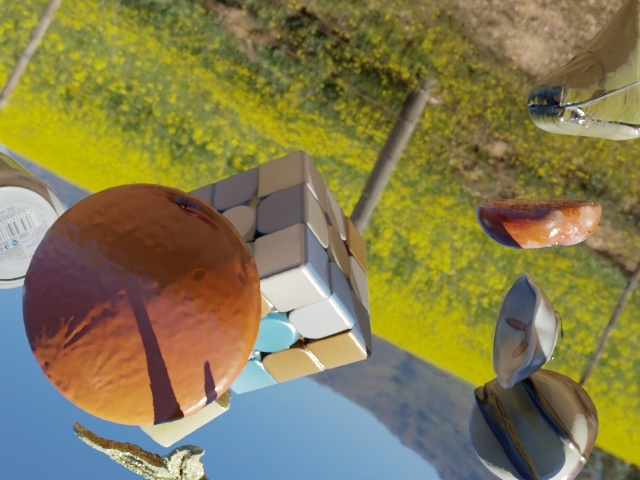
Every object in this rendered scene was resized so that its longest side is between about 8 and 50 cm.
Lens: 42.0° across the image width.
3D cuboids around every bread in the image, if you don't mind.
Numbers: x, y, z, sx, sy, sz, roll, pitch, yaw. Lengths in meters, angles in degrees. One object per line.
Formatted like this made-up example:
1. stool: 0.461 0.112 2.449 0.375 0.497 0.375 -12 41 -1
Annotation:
1. bread: -0.268 0.297 1.544 0.139 0.178 0.060 48 -151 -17

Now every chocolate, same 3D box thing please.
1. chocolate: 0.427 0.379 1.742 0.283 0.284 0.186 25 173 39

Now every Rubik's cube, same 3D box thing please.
1. Rubik's cube: -0.110 0.074 1.804 0.347 0.346 0.344 -94 -22 -43

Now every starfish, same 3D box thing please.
1. starfish: -0.205 0.398 1.295 0.357 0.078 0.347 9 127 28

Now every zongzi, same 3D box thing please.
1. zongzi: 0.633 -0.423 1.938 0.322 0.361 0.160 0 -171 -35

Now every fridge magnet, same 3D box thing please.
1. fridge magnet: -0.267 0.095 1.258 0.363 0.364 0.155 28 -178 3

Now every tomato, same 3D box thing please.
1. tomato: 0.415 -0.032 1.598 0.236 0.095 0.237 0 -177 0

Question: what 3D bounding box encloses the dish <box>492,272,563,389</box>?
1. dish: 0.408 0.180 1.609 0.081 0.230 0.229 13 178 -5

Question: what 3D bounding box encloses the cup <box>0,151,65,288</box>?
1. cup: -0.644 -0.033 1.738 0.322 0.237 0.327 30 177 -36
